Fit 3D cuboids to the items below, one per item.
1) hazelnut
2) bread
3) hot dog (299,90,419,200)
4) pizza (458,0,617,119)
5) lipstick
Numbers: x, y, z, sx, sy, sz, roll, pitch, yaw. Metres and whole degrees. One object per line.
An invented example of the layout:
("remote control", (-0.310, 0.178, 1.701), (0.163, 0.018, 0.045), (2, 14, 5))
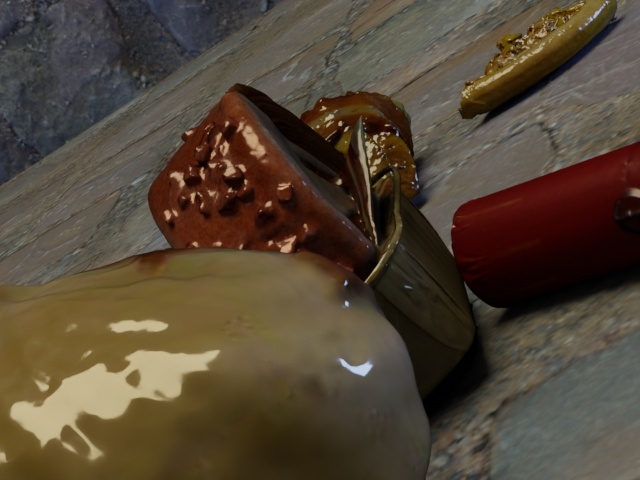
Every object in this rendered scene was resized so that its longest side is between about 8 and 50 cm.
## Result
("hazelnut", (-0.084, 0.108, 0.827), (0.261, 0.241, 0.261), (-39, 9, 8))
("bread", (0.000, 0.000, 1.041), (0.142, 0.212, 0.224), (-45, 10, 11))
("hot dog", (0.016, -0.068, 1.477), (0.146, 0.103, 0.213), (-33, 15, 6))
("pizza", (0.193, -0.174, 1.551), (0.178, 0.041, 0.131), (-34, 12, 3))
("lipstick", (0.193, -0.025, 0.972), (0.279, 0.073, 0.073), (-21, 19, 44))
